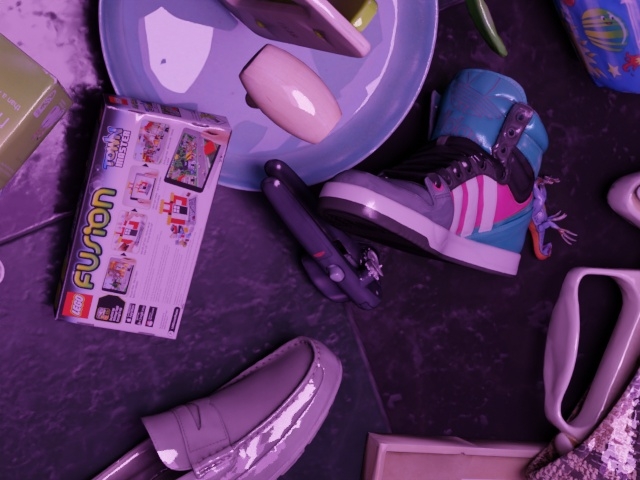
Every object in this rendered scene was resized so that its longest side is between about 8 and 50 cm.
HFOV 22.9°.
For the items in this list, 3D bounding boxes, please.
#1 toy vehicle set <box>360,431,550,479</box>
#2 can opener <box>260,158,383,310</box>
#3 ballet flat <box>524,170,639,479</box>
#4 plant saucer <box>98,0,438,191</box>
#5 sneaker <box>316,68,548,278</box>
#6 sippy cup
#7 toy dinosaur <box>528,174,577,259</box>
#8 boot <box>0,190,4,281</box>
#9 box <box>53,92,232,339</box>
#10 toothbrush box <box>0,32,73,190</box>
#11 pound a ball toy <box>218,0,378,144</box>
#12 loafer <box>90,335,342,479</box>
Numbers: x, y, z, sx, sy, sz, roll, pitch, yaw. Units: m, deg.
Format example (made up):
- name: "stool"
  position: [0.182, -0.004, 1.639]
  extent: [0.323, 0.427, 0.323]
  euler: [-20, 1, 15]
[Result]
- name: "toy vehicle set"
  position: [0.163, 0.285, 1.602]
  extent: [0.267, 0.035, 0.166]
  euler: [6, 98, -21]
- name: "can opener"
  position: [0.000, 0.000, 1.443]
  extent: [0.073, 0.059, 0.186]
  euler: [-25, 131, 16]
- name: "ballet flat"
  position: [0.333, 0.049, 1.552]
  extent: [0.182, 0.164, 0.482]
  euler: [25, 86, -6]
- name: "plant saucer"
  position: [-0.047, -0.203, 1.425]
  extent: [0.318, 0.044, 0.317]
  euler: [-4, 102, -19]
- name: "sneaker"
  position: [0.115, -0.073, 1.430]
  extent: [0.295, 0.124, 0.178]
  euler: [16, 88, -57]
- name: "sippy cup"
  position: [0.299, -0.265, 1.454]
  extent: [0.240, 0.305, 0.224]
  euler: [-58, 136, -49]
- name: "toy dinosaur"
  position: [0.215, -0.024, 1.569]
  extent: [0.090, 0.047, 0.082]
  euler: [19, 105, 11]
- name: "boot"
  position: [-0.305, 0.005, 1.368]
  extent: [0.086, 0.069, 0.190]
  euler: [34, 90, -37]
- name: "box"
  position: [-0.158, -0.019, 1.394]
  extent: [0.114, 0.036, 0.207]
  euler: [11, 110, -16]
- name: "toothbrush box"
  position: [-0.368, -0.075, 1.257]
  extent: [0.206, 0.122, 0.283]
  euler: [40, 87, 0]
- name: "pound a ball toy"
  position: [-0.033, -0.207, 1.234]
  extent: [0.136, 0.319, 0.208]
  euler: [43, 85, -22]
- name: "loafer"
  position: [-0.117, 0.197, 1.442]
  extent: [0.319, 0.112, 0.111]
  euler: [-43, 120, -7]
